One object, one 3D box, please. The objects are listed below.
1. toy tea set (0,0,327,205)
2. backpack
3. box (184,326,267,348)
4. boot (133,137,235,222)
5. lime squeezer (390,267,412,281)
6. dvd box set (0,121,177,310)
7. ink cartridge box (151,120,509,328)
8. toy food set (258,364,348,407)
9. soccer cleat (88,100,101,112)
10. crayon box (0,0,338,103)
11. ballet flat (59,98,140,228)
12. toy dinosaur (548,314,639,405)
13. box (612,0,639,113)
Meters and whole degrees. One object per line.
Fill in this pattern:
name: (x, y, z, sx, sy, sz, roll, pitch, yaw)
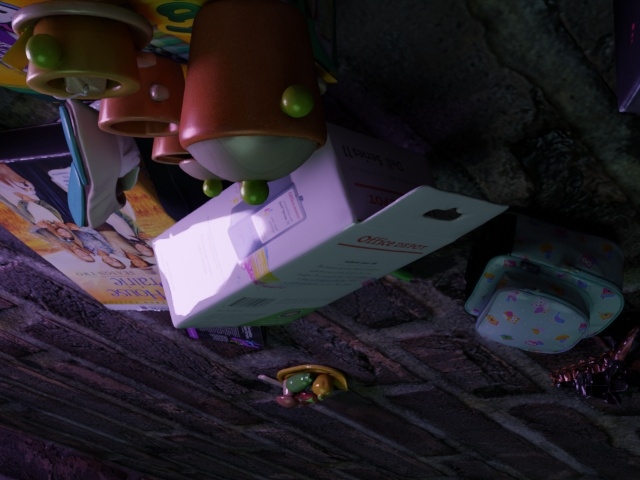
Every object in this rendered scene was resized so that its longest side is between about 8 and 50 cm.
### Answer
toy tea set: (-0.088, -0.080, 0.560, 0.199, 0.125, 0.336, -2, 178, 5)
backpack: (0.294, 0.061, 0.925, 0.188, 0.145, 0.166, 8, 145, 0)
box: (-0.187, 0.165, 1.374, 0.162, 0.029, 0.116, 10, 151, 6)
boot: (-0.110, -0.095, 0.837, 0.246, 0.094, 0.207, 6, 147, 21)
lime squeezer: (0.000, 0.000, 1.025, 0.310, 0.059, 0.110, 14, 180, -8)
dvd box set: (-0.313, -0.015, 1.078, 0.307, 0.062, 0.420, -2, 147, 23)
ink cartridge box: (0.005, -0.017, 0.806, 0.353, 0.119, 0.207, -29, 159, 32)
toy food set: (-0.035, 0.334, 1.565, 0.128, 0.071, 0.217, 31, 145, -31)
soccer cleat: (-0.271, -0.152, 0.857, 0.083, 0.036, 0.029, -8, 145, 30)
crayon box: (-0.186, -0.195, 0.530, 0.312, 0.106, 0.363, 1, 178, 19)
ballet flat: (-0.239, -0.087, 0.788, 0.086, 0.086, 0.248, 18, 157, -11)
toy dinosaur: (0.475, 0.181, 1.072, 0.218, 0.164, 0.322, 9, 132, -29)
box: (0.243, -0.206, 0.357, 0.143, 0.271, 0.165, 9, 150, 3)
